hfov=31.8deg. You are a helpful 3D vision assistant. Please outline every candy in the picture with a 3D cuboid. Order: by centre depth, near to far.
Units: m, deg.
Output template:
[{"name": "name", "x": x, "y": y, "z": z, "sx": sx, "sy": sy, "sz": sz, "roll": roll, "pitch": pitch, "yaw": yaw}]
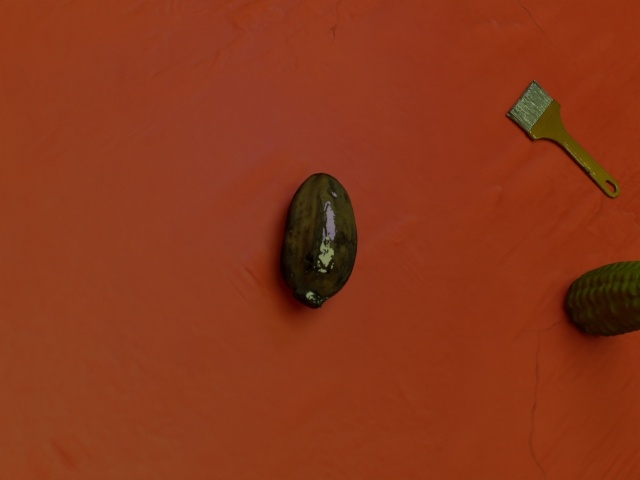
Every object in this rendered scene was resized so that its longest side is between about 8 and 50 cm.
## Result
[{"name": "candy", "x": 0.401, "y": 0.072, "z": 1.446, "sx": 0.096, "sy": 0.209, "sz": 0.097, "roll": 3, "pitch": 80, "yaw": -19}]

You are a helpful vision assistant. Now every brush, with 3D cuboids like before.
[{"name": "brush", "x": 0.359, "y": -0.136, "z": 1.620, "sx": 0.205, "sy": 0.011, "sz": 0.083, "roll": 44, "pitch": 57, "yaw": -5}]

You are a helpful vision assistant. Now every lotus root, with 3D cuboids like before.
[{"name": "lotus root", "x": 0.000, "y": 0.000, "z": 1.349, "sx": 0.080, "sy": 0.089, "sz": 0.179, "roll": 45, "pitch": 44, "yaw": -49}]
